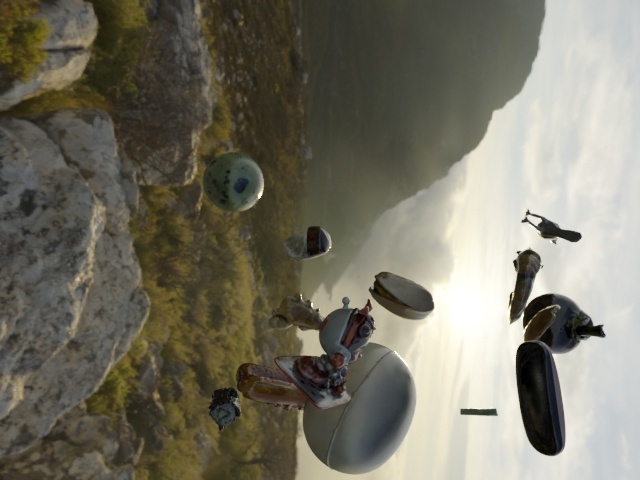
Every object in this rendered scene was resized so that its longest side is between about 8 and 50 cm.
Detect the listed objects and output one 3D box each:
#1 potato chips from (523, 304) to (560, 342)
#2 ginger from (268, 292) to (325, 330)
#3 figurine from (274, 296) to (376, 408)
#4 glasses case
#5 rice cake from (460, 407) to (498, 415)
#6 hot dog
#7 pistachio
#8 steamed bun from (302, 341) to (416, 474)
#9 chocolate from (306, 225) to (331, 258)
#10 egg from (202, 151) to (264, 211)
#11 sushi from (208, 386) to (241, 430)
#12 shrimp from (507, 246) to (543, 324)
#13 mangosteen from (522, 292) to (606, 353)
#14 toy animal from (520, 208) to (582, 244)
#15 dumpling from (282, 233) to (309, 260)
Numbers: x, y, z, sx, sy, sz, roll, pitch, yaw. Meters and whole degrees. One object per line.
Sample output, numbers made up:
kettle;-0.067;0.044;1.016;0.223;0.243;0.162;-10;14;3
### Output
potato chips;0.724;0.290;1.605;0.195;0.061;0.208;-57;153;-2
ginger;-0.064;0.232;1.535;0.081;0.205;0.115;-31;-127;55
figurine;0.047;0.231;1.089;0.226;0.160;0.183;-55;152;8
glasses case;0.623;0.444;1.369;0.122;0.075;0.315;155;-68;-64
rice cake;0.708;0.766;2.153;0.029;0.170;0.033;34;53;-45
hot dog;-0.153;0.548;1.765;0.117;0.348;0.158;-63;-150;12
pistachio;0.344;0.245;2.048;0.197;0.287;0.166;-45;154;-73
steamed bun;0.116;0.484;1.408;0.374;0.333;0.334;-49;151;-23
chocolate;0.000;0.000;1.946;0.148;0.080;0.125;-33;115;-69
egg;-0.266;-0.175;1.445;0.228;0.176;0.177;18;-72;61
sushi;-0.289;0.509;1.472;0.084;0.094;0.098;-109;178;-63
shrimp;0.638;0.133;1.529;0.360;0.085;0.247;-40;142;-59
mangosteen;0.892;0.306;1.770;0.289;0.231;0.232;164;-65;-66
toy animal;0.940;-0.054;2.006;0.081;0.205;0.367;-56;168;5
dumpling;-0.073;0.037;2.113;0.108;0.187;0.127;104;-16;-54
